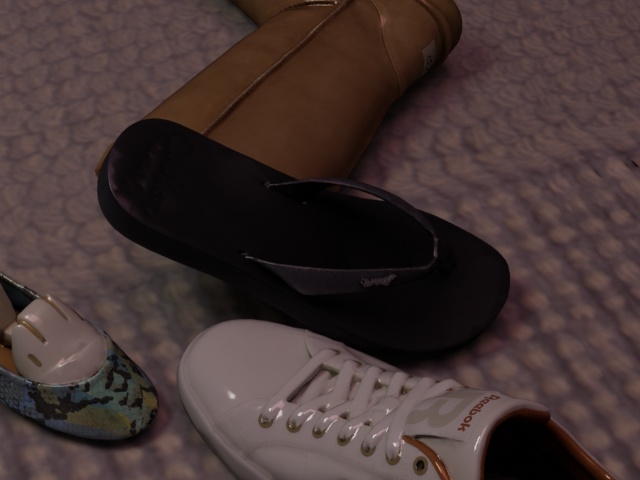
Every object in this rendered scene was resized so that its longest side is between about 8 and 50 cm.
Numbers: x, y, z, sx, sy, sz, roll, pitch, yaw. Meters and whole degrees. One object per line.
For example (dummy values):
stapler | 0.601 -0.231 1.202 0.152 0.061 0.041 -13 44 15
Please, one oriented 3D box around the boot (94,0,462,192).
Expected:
boot | -0.058 -0.119 0.947 0.236 0.089 0.269 26 50 20

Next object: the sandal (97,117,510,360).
sandal | -0.001 0.001 0.802 0.254 0.054 0.097 18 58 -19

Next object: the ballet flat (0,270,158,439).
ballet flat | -0.173 0.048 0.789 0.188 0.070 0.070 24 49 18

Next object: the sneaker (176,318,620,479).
sneaker | 0.050 0.096 0.720 0.290 0.123 0.106 27 51 22
